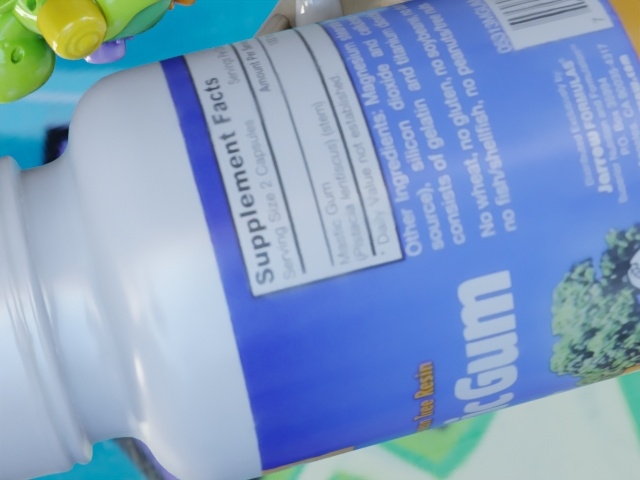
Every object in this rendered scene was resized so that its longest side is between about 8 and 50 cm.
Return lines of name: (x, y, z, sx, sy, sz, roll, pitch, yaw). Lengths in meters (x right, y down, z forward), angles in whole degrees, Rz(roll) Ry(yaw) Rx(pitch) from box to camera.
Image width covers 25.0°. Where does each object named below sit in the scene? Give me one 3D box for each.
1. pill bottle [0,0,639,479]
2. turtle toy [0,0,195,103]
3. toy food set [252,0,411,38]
pill bottle: (0.000, 0.000, 0.515, 0.272, 0.152, 0.152, -15, 169, -6)
turtle toy: (-0.103, -0.109, 0.602, 0.130, 0.095, 0.066, -36, 155, 1)
toy food set: (0.012, -0.086, 0.951, 0.306, 0.219, 0.092, -57, 157, -31)
